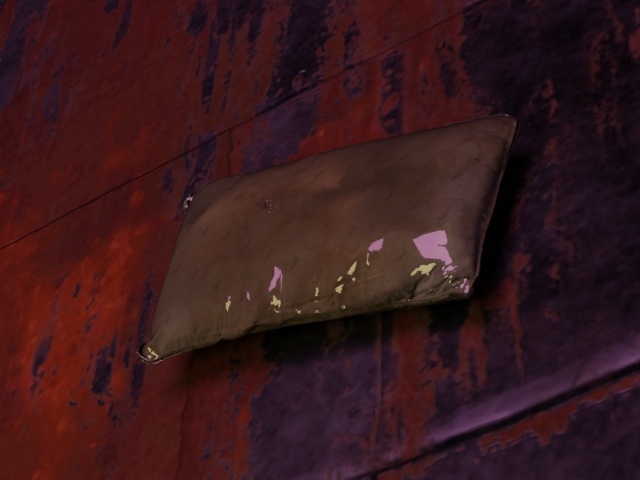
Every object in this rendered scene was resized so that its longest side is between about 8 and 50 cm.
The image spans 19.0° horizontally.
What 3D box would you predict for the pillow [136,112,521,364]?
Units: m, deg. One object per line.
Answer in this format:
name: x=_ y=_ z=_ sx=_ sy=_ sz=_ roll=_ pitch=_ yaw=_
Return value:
pillow: x=0.000 y=0.000 z=1.428 sx=0.302 sy=0.075 sz=0.185 roll=-12 pitch=42 yaw=32
